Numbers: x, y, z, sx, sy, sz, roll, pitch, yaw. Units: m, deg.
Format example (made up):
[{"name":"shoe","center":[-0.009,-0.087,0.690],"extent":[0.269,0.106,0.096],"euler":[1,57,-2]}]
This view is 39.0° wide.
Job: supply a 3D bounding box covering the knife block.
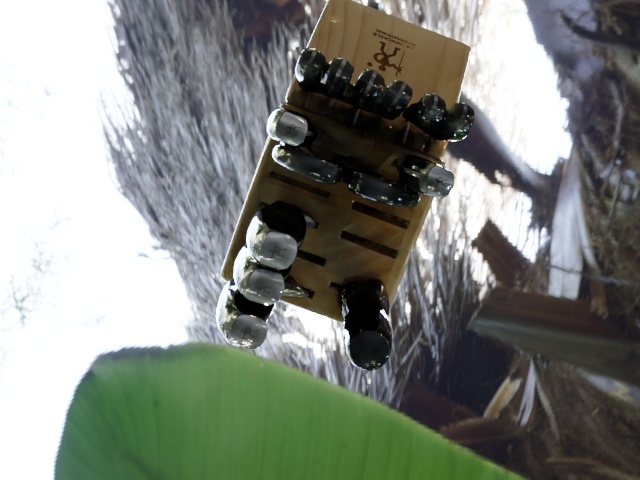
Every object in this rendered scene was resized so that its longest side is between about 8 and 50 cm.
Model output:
[{"name":"knife block","center":[0.000,0.000,0.488],"extent":[0.088,0.275,0.242],"euler":[21,-126,-1]}]
